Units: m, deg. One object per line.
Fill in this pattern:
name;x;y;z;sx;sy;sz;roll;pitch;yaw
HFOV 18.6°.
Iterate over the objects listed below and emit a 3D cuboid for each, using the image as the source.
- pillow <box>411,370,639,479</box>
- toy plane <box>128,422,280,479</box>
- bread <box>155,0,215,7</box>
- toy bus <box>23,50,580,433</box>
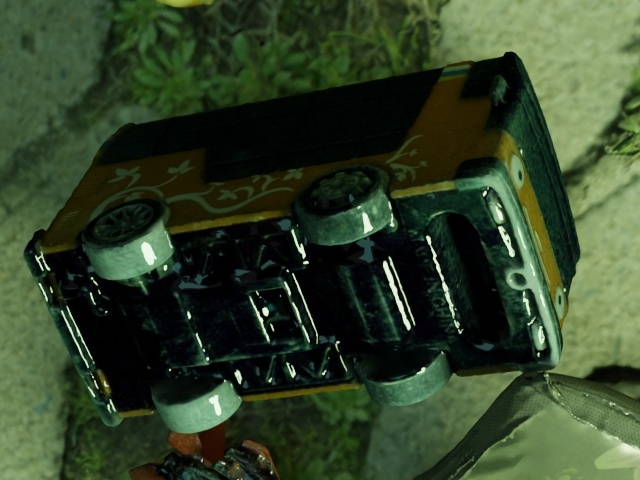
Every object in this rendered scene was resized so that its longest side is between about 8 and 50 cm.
pillow;0.120;0.154;1.091;0.169;0.059;0.255;28;137;-12
toy plane;-0.031;0.185;1.196;0.189;0.061;0.130;43;137;4
bread;-0.006;-0.261;1.029;0.264;0.163;0.168;-34;88;24
toy bus;0.000;0.000;1.080;0.275;0.167;0.138;-9;120;23
